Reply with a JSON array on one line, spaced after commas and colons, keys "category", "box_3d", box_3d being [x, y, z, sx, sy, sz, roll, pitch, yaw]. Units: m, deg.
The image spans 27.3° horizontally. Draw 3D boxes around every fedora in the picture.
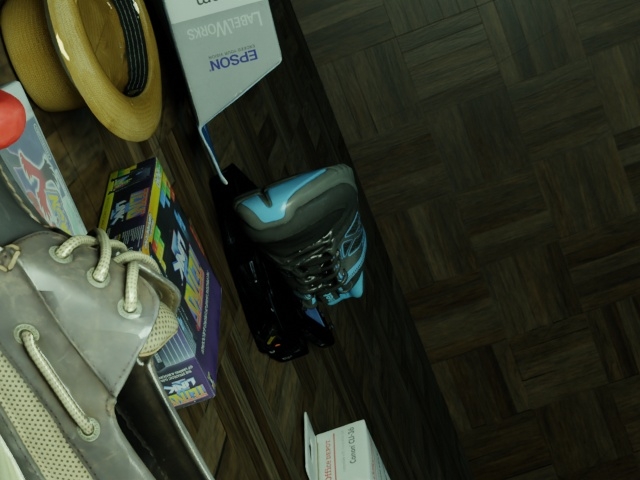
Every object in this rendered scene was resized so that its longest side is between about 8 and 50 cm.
[{"category": "fedora", "box_3d": [-0.188, -0.155, 1.001, 0.194, 0.079, 0.194, -16, 90, -77]}]

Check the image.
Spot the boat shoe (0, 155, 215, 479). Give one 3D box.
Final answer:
[{"category": "boat shoe", "box_3d": [-0.133, 0.049, 0.687, 0.132, 0.130, 0.355, -80, 149, -75]}]

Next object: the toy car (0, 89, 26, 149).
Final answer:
[{"category": "toy car", "box_3d": [-0.189, -0.060, 0.516, 0.159, 0.136, 0.182, -59, 129, -71]}]

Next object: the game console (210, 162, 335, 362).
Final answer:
[{"category": "game console", "box_3d": [-0.047, 0.048, 1.591, 0.361, 0.044, 0.213, 46, 26, -73]}]

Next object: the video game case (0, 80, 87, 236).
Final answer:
[{"category": "video game case", "box_3d": [-0.183, 0.006, 0.844, 0.183, 0.023, 0.201, -81, 151, -73]}]

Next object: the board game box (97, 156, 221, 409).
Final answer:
[{"category": "board game box", "box_3d": [-0.129, 0.032, 1.062, 0.170, 0.048, 0.141, -95, 162, -61]}]

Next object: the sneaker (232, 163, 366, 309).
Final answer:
[{"category": "sneaker", "box_3d": [0.000, 0.000, 1.450, 0.341, 0.125, 0.139, 12, 63, -77]}]

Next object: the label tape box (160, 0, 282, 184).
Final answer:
[{"category": "label tape box", "box_3d": [-0.117, -0.269, 1.408, 0.249, 0.115, 0.347, -111, -176, -64]}]

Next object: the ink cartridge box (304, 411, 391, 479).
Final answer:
[{"category": "ink cartridge box", "box_3d": [0.044, 0.293, 1.522, 0.115, 0.067, 0.198, -95, 163, -60]}]
